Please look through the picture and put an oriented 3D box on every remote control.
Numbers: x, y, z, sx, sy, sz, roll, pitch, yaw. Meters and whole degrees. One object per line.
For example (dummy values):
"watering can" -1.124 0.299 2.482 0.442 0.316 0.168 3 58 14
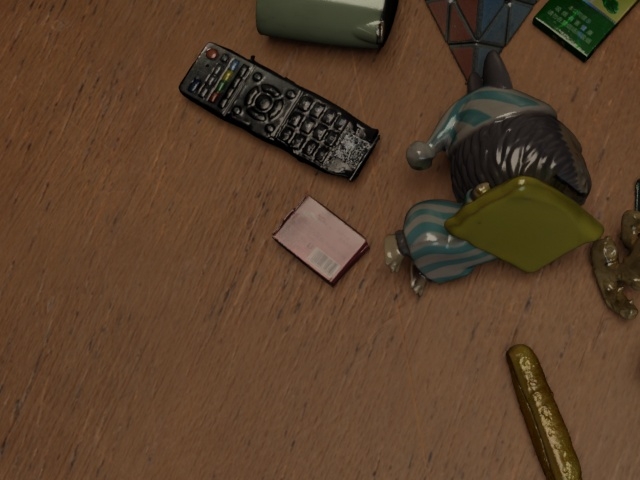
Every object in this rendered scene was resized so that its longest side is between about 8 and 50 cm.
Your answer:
"remote control" -0.077 -0.249 1.939 0.399 0.062 0.144 30 82 14

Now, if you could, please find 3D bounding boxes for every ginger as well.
"ginger" 0.564 0.005 1.752 0.149 0.065 0.258 49 122 28

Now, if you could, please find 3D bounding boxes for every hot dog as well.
"hot dog" 0.391 0.316 1.749 0.061 0.088 0.285 -18 79 -3

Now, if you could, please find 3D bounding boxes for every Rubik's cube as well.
"Rubik's cube" 0.301 -0.479 1.903 0.233 0.229 0.228 -34 29 34

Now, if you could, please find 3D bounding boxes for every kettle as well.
"kettle" 0.023 -0.478 1.936 0.255 0.165 0.240 9 51 8

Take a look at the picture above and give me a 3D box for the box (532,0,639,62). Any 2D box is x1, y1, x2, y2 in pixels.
"box" 0.531 -0.468 1.925 0.132 0.034 0.235 41 85 13

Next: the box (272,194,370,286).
"box" 0.000 0.000 1.877 0.156 0.060 0.111 40 85 10

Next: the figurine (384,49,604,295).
"figurine" 0.292 -0.134 1.824 0.361 0.266 0.377 -21 50 24

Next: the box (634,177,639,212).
"box" 0.608 -0.081 1.803 0.054 0.099 0.074 9 78 -6
